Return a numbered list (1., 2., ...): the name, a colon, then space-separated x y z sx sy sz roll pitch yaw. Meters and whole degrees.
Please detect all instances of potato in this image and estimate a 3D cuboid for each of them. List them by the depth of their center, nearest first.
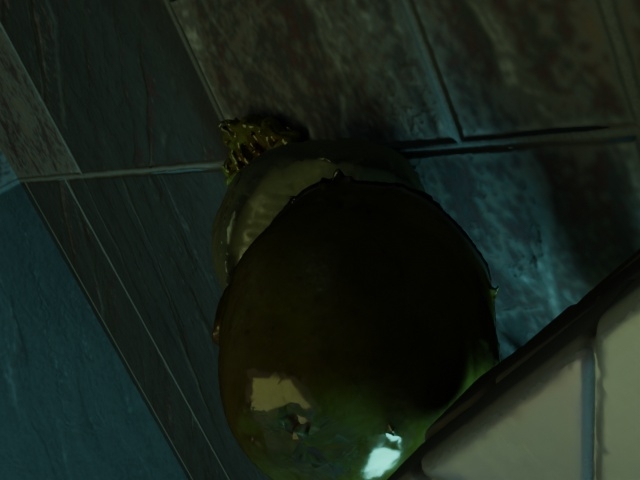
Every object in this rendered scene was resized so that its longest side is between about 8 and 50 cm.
1. potato: 0.025 0.155 0.797 0.289 0.296 0.397 1 119 12

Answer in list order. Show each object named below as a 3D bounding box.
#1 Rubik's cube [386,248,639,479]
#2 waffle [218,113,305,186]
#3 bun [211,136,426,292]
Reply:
1. Rubik's cube: 0.278 0.160 0.553 0.322 0.315 0.319 50 129 12
2. waffle: -0.042 -0.053 1.165 0.245 0.052 0.254 28 142 34
3. bun: 0.000 0.000 0.989 0.152 0.259 0.260 -109 -3 -68
